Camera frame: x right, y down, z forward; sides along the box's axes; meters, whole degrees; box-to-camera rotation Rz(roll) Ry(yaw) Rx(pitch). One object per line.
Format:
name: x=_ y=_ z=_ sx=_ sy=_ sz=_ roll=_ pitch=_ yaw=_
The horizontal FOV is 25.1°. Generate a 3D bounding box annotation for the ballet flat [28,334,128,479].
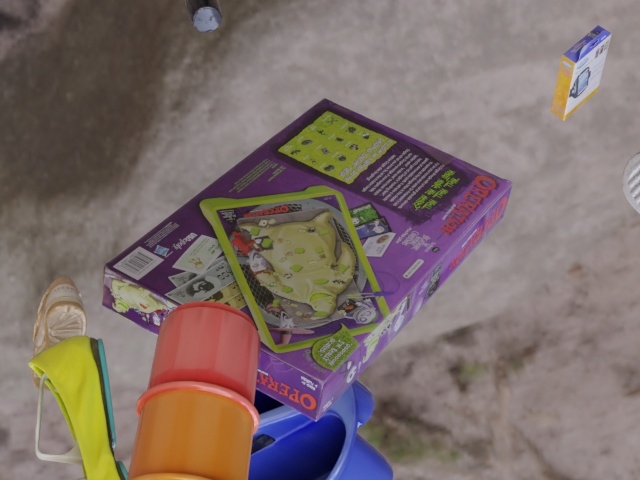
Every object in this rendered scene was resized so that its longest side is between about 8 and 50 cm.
ballet flat: x=-0.201 y=0.192 z=1.227 sx=0.077 sy=0.231 sz=0.077 roll=-12 pitch=157 yaw=-15

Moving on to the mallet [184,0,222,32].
mallet: x=-0.119 y=-0.323 z=1.625 sx=0.039 sy=0.062 sz=0.190 roll=2 pitch=135 yaw=-18

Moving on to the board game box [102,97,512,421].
board game box: x=0.000 y=0.000 z=1.226 sx=0.347 sy=0.208 sz=0.056 roll=-41 pitch=147 yaw=-47

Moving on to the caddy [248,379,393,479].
caddy: x=-0.075 y=0.280 z=1.861 sx=0.341 sy=0.241 sz=0.179 roll=-32 pitch=140 yaw=21

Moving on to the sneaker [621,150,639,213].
sneaker: x=0.592 y=-0.052 z=1.958 sx=0.366 sy=0.150 sz=0.135 roll=16 pitch=105 yaw=8

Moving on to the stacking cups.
stacking cups: x=-0.075 y=0.182 z=0.800 sx=0.096 sy=0.316 sz=0.096 roll=6 pitch=142 yaw=5

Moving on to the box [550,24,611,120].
box: x=0.363 y=-0.238 z=2.000 sx=0.081 sy=0.028 sz=0.136 roll=-39 pitch=152 yaw=-25

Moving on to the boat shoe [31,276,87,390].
boat shoe: x=-0.296 y=0.107 z=1.637 sx=0.063 sy=0.059 sz=0.170 roll=4 pitch=138 yaw=-18
